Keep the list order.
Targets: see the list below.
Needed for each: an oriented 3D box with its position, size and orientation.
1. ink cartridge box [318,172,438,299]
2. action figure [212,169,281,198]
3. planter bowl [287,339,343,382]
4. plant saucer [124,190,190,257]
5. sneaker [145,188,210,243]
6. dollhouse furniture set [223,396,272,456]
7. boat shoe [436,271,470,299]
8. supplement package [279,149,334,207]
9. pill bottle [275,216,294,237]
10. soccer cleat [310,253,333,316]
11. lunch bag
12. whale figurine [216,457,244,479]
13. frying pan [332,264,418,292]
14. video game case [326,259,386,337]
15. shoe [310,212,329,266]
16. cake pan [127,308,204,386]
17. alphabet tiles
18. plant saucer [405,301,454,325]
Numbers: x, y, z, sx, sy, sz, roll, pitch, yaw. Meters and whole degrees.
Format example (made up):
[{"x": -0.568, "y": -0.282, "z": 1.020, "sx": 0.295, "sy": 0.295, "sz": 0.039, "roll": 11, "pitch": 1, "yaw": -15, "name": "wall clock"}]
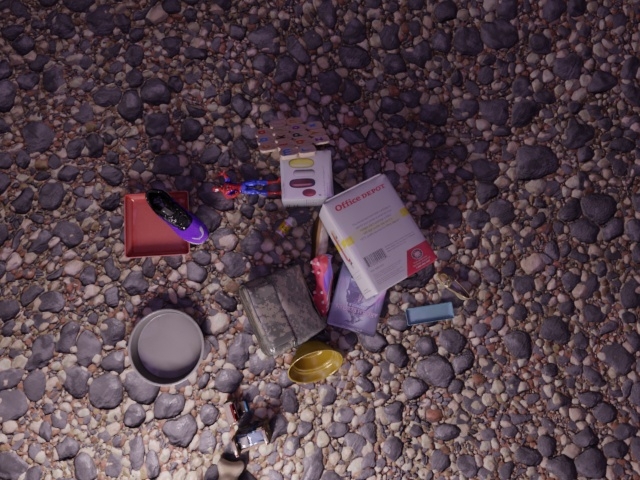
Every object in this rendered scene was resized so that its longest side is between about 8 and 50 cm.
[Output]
[{"x": 0.207, "y": -0.017, "z": 1.634, "sx": 0.279, "sy": 0.160, "sz": 0.385, "roll": -27, "pitch": 81, "yaw": -14, "name": "ink cartridge box"}, {"x": -0.300, "y": -0.221, "z": 1.731, "sx": 0.279, "sy": 0.139, "sz": 0.092, "roll": -4, "pitch": 82, "yaw": 1, "name": "action figure"}, {"x": -0.029, "y": 0.445, "z": 1.650, "sx": 0.216, "sy": 0.217, "sz": 0.090, "roll": -19, "pitch": 47, "yaw": -3, "name": "planter bowl"}, {"x": -0.652, "y": -0.063, "z": 1.745, "sx": 0.258, "sy": 0.048, "sz": 0.260, "roll": -4, "pitch": 82, "yaw": -1, "name": "plant saucer"}, {"x": -0.559, "y": -0.093, "z": 1.653, "sx": 0.293, "sy": 0.146, "sz": 0.102, "roll": 39, "pitch": 84, "yaw": 4, "name": "sneaker"}, {"x": -0.275, "y": 0.678, "z": 1.620, "sx": 0.129, "sy": 0.129, "sz": 0.184, "roll": -20, "pitch": 84, "yaw": -4, "name": "dollhouse furniture set"}, {"x": 0.534, "y": 0.181, "z": 1.736, "sx": 0.153, "sy": 0.048, "sz": 0.056, "roll": 44, "pitch": 84, "yaw": 4, "name": "boat shoe"}, {"x": -0.056, "y": -0.242, "z": 1.727, "sx": 0.202, "sy": 0.149, "sz": 0.195, "roll": -4, "pitch": 83, "yaw": -2, "name": "supplement package"}, {"x": -0.142, "y": -0.056, "z": 1.755, "sx": 0.043, "sy": 0.043, "sz": 0.083, "roll": 38, "pitch": 84, "yaw": 3, "name": "pill bottle"}, {"x": 0.018, "y": 0.175, "z": 1.700, "sx": 0.095, "sy": 0.083, "sz": 0.248, "roll": -15, "pitch": 106, "yaw": -37, "name": "soccer cleat"}, {"x": -0.139, "y": 0.259, "z": 1.635, "sx": 0.255, "sy": 0.212, "sz": 0.306, "roll": -22, "pitch": 87, "yaw": -21, "name": "lunch bag"}, {"x": -0.354, "y": 0.962, "z": 1.601, "sx": 0.216, "sy": 0.141, "sz": 0.272, "roll": 6, "pitch": 59, "yaw": -1, "name": "whale figurine"}, {"x": 0.201, "y": 0.142, "z": 1.734, "sx": 0.325, "sy": 0.053, "sz": 0.197, "roll": -31, "pitch": 86, "yaw": -6, "name": "frying pan"}, {"x": 0.151, "y": 0.218, "z": 1.693, "sx": 0.195, "sy": 0.026, "sz": 0.275, "roll": 15, "pitch": 84, "yaw": 1, "name": "video game case"}, {"x": 0.000, "y": 0.000, "z": 1.742, "sx": 0.058, "sy": 0.076, "sz": 0.219, "roll": 7, "pitch": 90, "yaw": -20, "name": "shoe"}, {"x": -0.593, "y": 0.412, "z": 1.685, "sx": 0.292, "sy": 0.054, "sz": 0.294, "roll": 0, "pitch": 83, "yaw": -1, "name": "cake pan"}, {"x": -0.114, "y": -0.410, "z": 1.722, "sx": 0.277, "sy": 0.021, "sz": 0.284, "roll": -11, "pitch": 45, "yaw": -10, "name": "alphabet tiles"}, {"x": 0.437, "y": 0.293, "z": 1.737, "sx": 0.191, "sy": 0.018, "sz": 0.067, "roll": -8, "pitch": 83, "yaw": -1, "name": "plant saucer"}]
